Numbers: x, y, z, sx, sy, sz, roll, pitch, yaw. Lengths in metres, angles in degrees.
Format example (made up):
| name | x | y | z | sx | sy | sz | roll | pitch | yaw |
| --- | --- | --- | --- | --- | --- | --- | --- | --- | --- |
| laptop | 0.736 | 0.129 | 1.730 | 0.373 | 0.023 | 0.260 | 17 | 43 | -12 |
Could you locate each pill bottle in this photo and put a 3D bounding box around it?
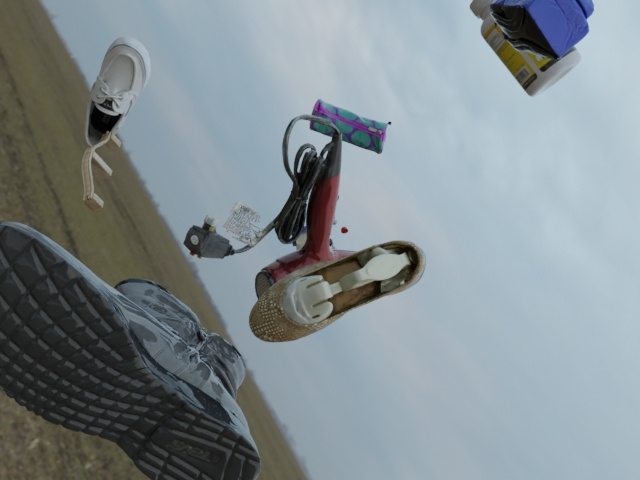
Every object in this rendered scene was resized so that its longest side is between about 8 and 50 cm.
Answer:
| name | x | y | z | sx | sy | sz | roll | pitch | yaw |
| --- | --- | --- | --- | --- | --- | --- | --- | --- | --- |
| pill bottle | 0.595 | -0.605 | 2.409 | 0.334 | 0.188 | 0.188 | 54 | -9 | 7 |

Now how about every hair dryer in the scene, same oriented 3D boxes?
| name | x | y | z | sx | sy | sz | roll | pitch | yaw |
| --- | --- | --- | --- | --- | --- | --- | --- | --- | --- |
| hair dryer | 0.000 | 0.000 | 1.005 | 0.293 | 0.223 | 0.080 | 37 | 14 | -47 |

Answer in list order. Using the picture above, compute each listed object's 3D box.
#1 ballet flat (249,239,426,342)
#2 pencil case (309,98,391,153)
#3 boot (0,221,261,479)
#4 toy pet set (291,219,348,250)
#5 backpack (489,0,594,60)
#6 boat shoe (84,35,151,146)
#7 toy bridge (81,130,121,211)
| name | x | y | z | sx | sy | sz | roll | pitch | yaw |
| --- | --- | --- | --- | --- | --- | --- | --- | --- | --- |
| ballet flat | 0.019 | 0.047 | 0.869 | 0.073 | 0.206 | 0.067 | 63 | -11 | 9 |
| pencil case | 0.055 | -0.219 | 1.563 | 0.152 | 0.064 | 0.070 | 19 | -13 | -2 |
| boot | -0.195 | 0.089 | 0.775 | 0.338 | 0.118 | 0.222 | 52 | 5 | -25 |
| toy pet set | -0.002 | -0.005 | 1.707 | 0.122 | 0.114 | 0.065 | 90 | -8 | -51 |
| backpack | 0.291 | -0.297 | 1.076 | 0.098 | 0.101 | 0.120 | 53 | -5 | -23 |
| boat shoe | -0.399 | -0.278 | 1.587 | 0.258 | 0.095 | 0.084 | 121 | -12 | -46 |
| toy bridge | -0.425 | -0.145 | 1.560 | 0.063 | 0.026 | 0.188 | 53 | 29 | -42 |
